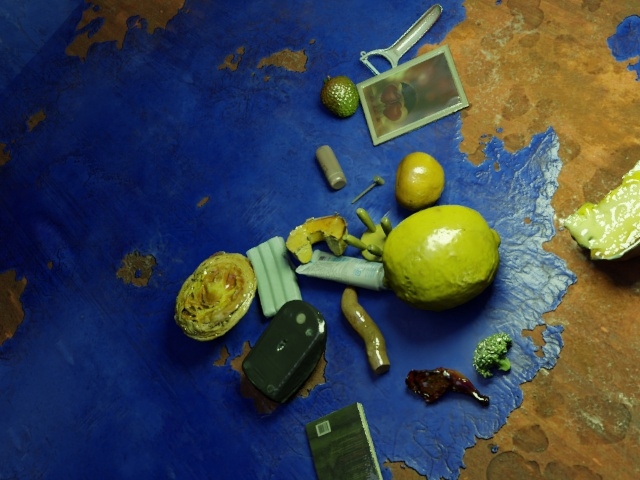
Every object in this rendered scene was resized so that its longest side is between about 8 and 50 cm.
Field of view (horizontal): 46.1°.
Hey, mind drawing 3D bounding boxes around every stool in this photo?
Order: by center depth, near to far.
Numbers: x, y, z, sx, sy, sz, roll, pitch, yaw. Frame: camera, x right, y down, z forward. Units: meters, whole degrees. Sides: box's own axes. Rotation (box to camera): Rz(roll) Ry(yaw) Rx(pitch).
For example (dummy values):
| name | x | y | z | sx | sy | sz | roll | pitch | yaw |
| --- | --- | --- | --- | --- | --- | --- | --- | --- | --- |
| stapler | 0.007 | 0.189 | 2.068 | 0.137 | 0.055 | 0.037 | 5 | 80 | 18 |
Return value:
| name | x | y | z | sx | sy | sz | roll | pitch | yaw |
| --- | --- | --- | --- | --- | --- | --- | --- | --- | --- |
| stool | 0.136 | -0.011 | 2.001 | 0.134 | 0.110 | 0.134 | -23 | 60 | 16 |

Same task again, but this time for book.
| name | x | y | z | sx | sy | sz | roll | pitch | yaw |
| --- | --- | --- | --- | --- | --- | --- | --- | --- | --- |
| book | 0.057 | 0.531 | 1.843 | 0.160 | 0.024 | 0.228 | -26 | 58 | 16 |

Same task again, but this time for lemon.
| name | x | y | z | sx | sy | sz | roll | pitch | yaw |
| --- | --- | --- | --- | --- | --- | --- | --- | --- | --- |
| lemon | 0.290 | 0.041 | 1.812 | 0.284 | 0.260 | 0.260 | 0 | 67 | 10 |

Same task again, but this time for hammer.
| name | x | y | z | sx | sy | sz | roll | pitch | yaw |
| --- | --- | --- | --- | --- | --- | --- | --- | --- | --- |
| hammer | 0.130 | -0.139 | 2.116 | 0.110 | 0.035 | 0.019 | -41 | 54 | 16 |

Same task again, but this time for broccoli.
| name | x | y | z | sx | sy | sz | roll | pitch | yaw |
| --- | --- | --- | --- | --- | --- | --- | --- | --- | --- |
| broccoli | 0.409 | 0.267 | 1.765 | 0.092 | 0.097 | 0.095 | 45 | 120 | -6 |

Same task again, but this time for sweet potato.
| name | x | y | z | sx | sy | sz | roll | pitch | yaw |
| --- | --- | --- | --- | --- | --- | --- | --- | --- | --- |
| sweet potato | 0.106 | 0.213 | 1.945 | 0.067 | 0.059 | 0.281 | -29 | 58 | 2 |

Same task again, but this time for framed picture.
| name | x | y | z | sx | sy | sz | roll | pitch | yaw |
| --- | --- | --- | --- | --- | --- | --- | --- | --- | --- |
| framed picture | 0.261 | -0.416 | 2.162 | 0.290 | 0.020 | 0.211 | -21 | 69 | 17 |

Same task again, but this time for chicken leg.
| name | x | y | z | sx | sy | sz | roll | pitch | yaw |
| --- | --- | --- | --- | --- | --- | --- | --- | --- | --- |
| chicken leg | 0.299 | 0.346 | 1.790 | 0.205 | 0.053 | 0.093 | -4 | 89 | 33 |

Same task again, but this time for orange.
| name | x | y | z | sx | sy | sz | roll | pitch | yaw |
| --- | --- | --- | --- | --- | --- | --- | --- | --- | --- |
| orange | 0.261 | -0.153 | 1.984 | 0.134 | 0.156 | 0.156 | 19 | 77 | 11 |

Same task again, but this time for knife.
| name | x | y | z | sx | sy | sz | roll | pitch | yaw |
| --- | --- | --- | --- | --- | --- | --- | --- | --- | --- |
| knife | 0.250 | -0.601 | 2.242 | 0.278 | 0.053 | 0.123 | -42 | 82 | 7 |

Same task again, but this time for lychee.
| name | x | y | z | sx | sy | sz | roll | pitch | yaw |
| --- | --- | --- | --- | --- | --- | --- | --- | --- | --- |
| lychee | 0.054 | -0.433 | 2.240 | 0.114 | 0.114 | 0.146 | -35 | 76 | 9 |

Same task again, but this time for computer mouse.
| name | x | y | z | sx | sy | sz | roll | pitch | yaw |
| --- | --- | --- | --- | --- | --- | --- | --- | --- | --- |
| computer mouse | -0.079 | 0.290 | 1.980 | 0.269 | 0.100 | 0.170 | -53 | 51 | 3 |

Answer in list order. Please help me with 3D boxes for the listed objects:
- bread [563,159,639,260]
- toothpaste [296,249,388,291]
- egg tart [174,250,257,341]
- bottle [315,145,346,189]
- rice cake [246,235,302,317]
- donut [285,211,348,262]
| name | x | y | z | sx | sy | sz | roll | pitch | yaw |
| --- | --- | --- | --- | --- | --- | --- | --- | --- | --- |
| bread | 0.699 | -0.043 | 1.711 | 0.252 | 0.133 | 0.174 | -42 | 49 | 7 |
| toothpaste | 0.084 | 0.082 | 2.008 | 0.299 | 0.073 | 0.114 | 11 | 40 | 32 |
| egg tart | -0.287 | 0.165 | 2.134 | 0.297 | 0.132 | 0.297 | -20 | 47 | 23 |
| bottle | 0.030 | -0.212 | 2.184 | 0.053 | 0.053 | 0.140 | -32 | 57 | 11 |
| rice cake | -0.129 | 0.101 | 2.127 | 0.127 | 0.043 | 0.237 | -27 | 57 | 15 |
| donut | -0.001 | -0.006 | 2.074 | 0.181 | 0.078 | 0.146 | -18 | 34 | 14 |
